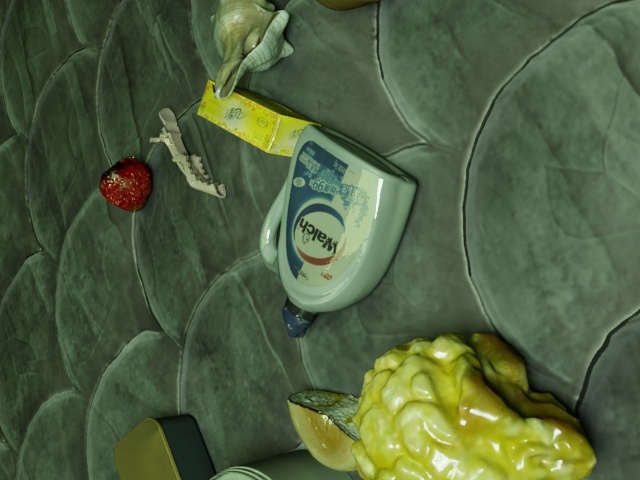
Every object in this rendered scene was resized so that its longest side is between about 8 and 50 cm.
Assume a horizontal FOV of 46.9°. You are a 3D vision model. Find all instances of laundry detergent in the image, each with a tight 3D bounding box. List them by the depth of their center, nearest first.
[{"bbox_3d":[0.000,0.000,1.033,0.215,0.105,0.281,38,113,35],"label":"laundry detergent"}]

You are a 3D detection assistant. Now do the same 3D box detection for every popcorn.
[{"bbox_3d":[0.170,0.217,0.820,0.251,0.206,0.237,-18,61,26],"label":"popcorn"}]

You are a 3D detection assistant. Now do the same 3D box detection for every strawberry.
[{"bbox_3d":[-0.352,-0.100,1.348,0.106,0.106,0.106,-3,86,40],"label":"strawberry"}]

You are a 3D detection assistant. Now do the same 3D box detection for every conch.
[{"bbox_3d":[-0.097,-0.310,1.135,0.137,0.114,0.234,-28,56,19],"label":"conch"}]

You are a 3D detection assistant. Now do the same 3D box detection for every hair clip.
[{"bbox_3d":[-0.234,-0.135,1.284,0.226,0.034,0.072,52,123,28],"label":"hair clip"}]

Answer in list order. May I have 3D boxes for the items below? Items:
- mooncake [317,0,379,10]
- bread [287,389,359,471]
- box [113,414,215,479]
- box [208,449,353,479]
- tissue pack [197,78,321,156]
[{"bbox_3d":[0.035,-0.434,0.959,0.117,0.234,0.235,-2,86,44],"label":"mooncake"},{"bbox_3d":[0.026,0.266,1.007,0.157,0.083,0.094,5,93,42],"label":"bread"},{"bbox_3d":[-0.248,0.401,1.228,0.144,0.090,0.201,-43,61,30],"label":"box"},{"bbox_3d":[-0.059,0.419,1.028,0.226,0.149,0.226,-2,87,41],"label":"box"},{"bbox_3d":[-0.095,-0.186,1.128,0.176,0.095,0.062,33,109,37],"label":"tissue pack"}]
